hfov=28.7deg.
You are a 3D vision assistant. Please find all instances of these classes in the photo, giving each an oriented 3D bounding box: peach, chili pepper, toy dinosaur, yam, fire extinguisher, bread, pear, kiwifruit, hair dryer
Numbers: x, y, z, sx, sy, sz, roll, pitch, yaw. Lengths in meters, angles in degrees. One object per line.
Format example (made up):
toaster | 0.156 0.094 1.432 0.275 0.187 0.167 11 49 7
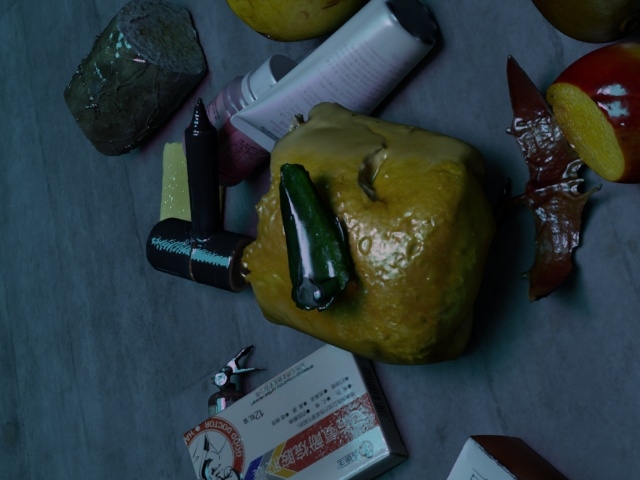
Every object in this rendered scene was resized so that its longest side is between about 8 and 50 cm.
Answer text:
peach | 0.388 -0.165 1.611 0.192 0.190 0.190 -8 76 21
chili pepper | -0.022 -0.002 1.728 0.108 0.062 0.216 -24 74 40
toy dinosaur | 0.296 -0.085 1.746 0.206 0.113 0.327 17 95 49
yam | -0.377 -0.314 2.435 0.271 0.201 0.202 -49 51 37
fire extinguisher | -0.141 0.311 2.176 0.075 0.106 0.252 108 159 -73
bread | 0.075 0.000 1.837 0.394 0.250 0.361 19 106 44
pear | -0.042 -0.463 2.050 0.280 0.280 0.281 -10 76 45
kiwifruit | 0.363 -0.374 1.675 0.196 0.196 0.234 -37 63 36
hair dryer | -0.215 -0.087 2.159 0.189 0.107 0.352 13 121 25
bread | -0.240 -0.096 2.334 0.125 0.068 0.188 -6 79 45

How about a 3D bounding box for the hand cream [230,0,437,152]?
hand cream | 0.033 -0.254 2.030 0.358 0.185 0.118 -41 29 29

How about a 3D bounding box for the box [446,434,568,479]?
box | 0.262 0.516 1.670 0.344 0.122 0.385 39 110 43

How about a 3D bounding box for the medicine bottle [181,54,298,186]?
medicine bottle | -0.125 -0.210 2.183 0.247 0.147 0.147 -40 57 33

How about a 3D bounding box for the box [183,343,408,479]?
box | -0.048 0.331 2.010 0.353 0.069 0.214 -34 60 23
